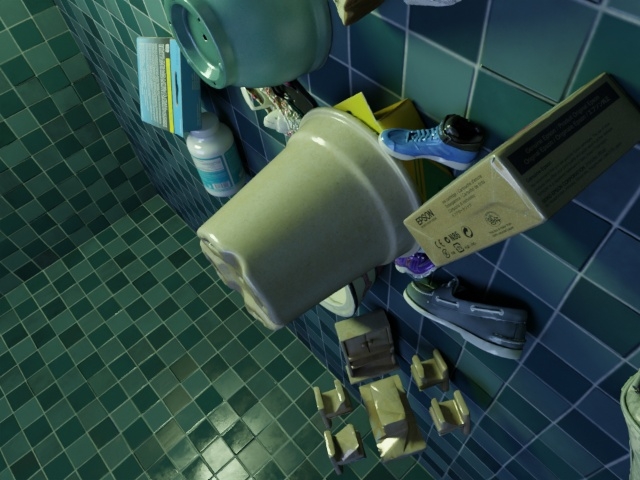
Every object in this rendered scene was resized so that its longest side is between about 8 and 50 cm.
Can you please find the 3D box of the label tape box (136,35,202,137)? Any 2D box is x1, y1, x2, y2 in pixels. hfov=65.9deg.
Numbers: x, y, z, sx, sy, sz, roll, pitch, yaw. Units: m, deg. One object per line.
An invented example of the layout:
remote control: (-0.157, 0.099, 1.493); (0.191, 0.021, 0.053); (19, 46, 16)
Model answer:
label tape box: (-0.399, -0.430, 1.364); (0.333, 0.105, 0.241); (28, 122, 47)

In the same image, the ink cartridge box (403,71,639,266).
ink cartridge box: (0.235, -0.073, 0.607); (0.088, 0.193, 0.235); (52, 160, 3)

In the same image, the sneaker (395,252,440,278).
sneaker: (0.202, 0.035, 1.058); (0.071, 0.068, 0.170); (63, 159, -14)

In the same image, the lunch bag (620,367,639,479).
lunch bag: (0.523, 0.317, 0.626); (0.256, 0.212, 0.305); (25, 147, 50)

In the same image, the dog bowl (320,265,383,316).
dog bowl: (0.000, 0.000, 1.314); (0.408, 0.150, 0.408); (43, 159, 21)

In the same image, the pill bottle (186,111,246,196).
pill bottle: (-0.333, -0.274, 1.568); (0.146, 0.146, 0.264); (39, 156, 31)

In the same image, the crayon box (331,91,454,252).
crayon box: (0.133, -0.125, 0.904); (0.319, 0.081, 0.202); (57, 160, -16)

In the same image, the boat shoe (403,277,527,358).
boat shoe: (0.295, 0.133, 1.027); (0.319, 0.116, 0.099); (31, 109, 59)

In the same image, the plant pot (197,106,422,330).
plant pot: (-0.036, -0.015, 0.894); (0.334, 0.305, 0.334); (44, 160, 20)

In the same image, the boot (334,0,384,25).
boot: (0.018, -0.393, 0.602); (0.204, 0.095, 0.262); (58, -174, -10)

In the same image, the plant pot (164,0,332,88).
plant pot: (-0.149, -0.396, 0.883); (0.293, 0.196, 0.293); (43, 158, 22)

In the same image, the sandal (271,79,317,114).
sandal: (-0.078, -0.331, 1.066); (0.179, 0.040, 0.067); (48, 160, 10)

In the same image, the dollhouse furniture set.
dollhouse furniture set: (0.179, 0.440, 1.415); (0.394, 0.361, 0.257); (-108, 1, -46)

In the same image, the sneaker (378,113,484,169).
sneaker: (0.168, -0.158, 0.740); (0.152, 0.058, 0.085); (15, 150, 2)

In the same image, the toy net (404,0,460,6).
toy net: (0.175, -0.304, 0.547); (0.122, 0.045, 0.232); (14, -174, -24)

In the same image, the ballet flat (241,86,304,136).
ballet flat: (-0.117, -0.309, 1.139); (0.241, 0.077, 0.091); (50, 161, 3)
